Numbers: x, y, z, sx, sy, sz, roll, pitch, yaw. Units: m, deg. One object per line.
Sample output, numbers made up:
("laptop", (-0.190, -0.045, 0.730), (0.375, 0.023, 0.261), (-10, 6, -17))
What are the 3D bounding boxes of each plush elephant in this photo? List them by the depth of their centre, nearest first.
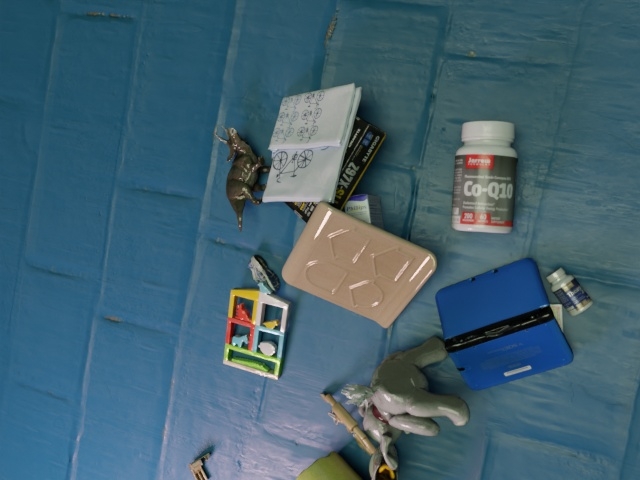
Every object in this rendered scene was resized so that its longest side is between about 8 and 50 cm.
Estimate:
("plush elephant", (0.215, 0.458, 1.766), (0.330, 0.255, 0.271), (-9, 43, -12))

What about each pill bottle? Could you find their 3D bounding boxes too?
("pill bottle", (0.644, 0.131, 1.687), (0.067, 0.067, 0.120), (-38, 79, 16))
("pill bottle", (0.431, -0.164, 1.703), (0.161, 0.161, 0.283), (4, 93, 19))

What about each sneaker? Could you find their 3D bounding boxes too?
("sneaker", (0.182, 0.636, 1.775), (0.088, 0.225, 0.092), (19, 119, 0))
("sneaker", (-0.175, 0.110, 1.985), (0.058, 0.052, 0.135), (-45, 70, 25))

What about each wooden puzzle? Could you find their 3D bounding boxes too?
("wooden puzzle", (0.101, 0.062, 1.776), (0.348, 0.080, 0.322), (27, 132, -4))

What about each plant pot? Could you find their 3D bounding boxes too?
("plant pot", (0.049, 0.750, 1.827), (0.276, 0.276, 0.254), (-47, 65, 14))

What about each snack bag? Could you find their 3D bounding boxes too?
("snack bag", (-0.041, -0.262, 1.820), (0.323, 0.037, 0.342), (6, 79, 48))

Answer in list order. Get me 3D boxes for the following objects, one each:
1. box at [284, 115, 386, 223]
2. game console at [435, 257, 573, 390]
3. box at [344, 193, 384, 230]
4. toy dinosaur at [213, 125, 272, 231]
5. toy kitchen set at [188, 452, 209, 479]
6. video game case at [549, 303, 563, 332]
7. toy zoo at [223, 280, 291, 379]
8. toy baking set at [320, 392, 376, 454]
("box", (0.012, -0.219, 1.829), (0.321, 0.079, 0.257), (-59, 40, 11))
("game console", (0.489, 0.229, 1.748), (0.293, 0.173, 0.250), (-23, 112, 24))
("box", (0.125, -0.058, 1.831), (0.072, 0.126, 0.137), (-7, 89, 21))
("toy dinosaur", (-0.229, -0.185, 1.974), (0.160, 0.121, 0.313), (8, 99, 31))
("toy kitchen set", (-0.369, 0.725, 2.056), (0.068, 0.083, 0.075), (-27, 81, -24))
("video game case", (0.575, 0.248, 1.741), (0.143, 0.019, 0.157), (-2, 90, 19))
("toy zoo", (-0.193, 0.262, 1.976), (0.193, 0.030, 0.293), (12, 105, 18))
("toy baking set", (0.065, 0.514, 1.832), (0.030, 0.196, 0.256), (-36, 60, -17))
